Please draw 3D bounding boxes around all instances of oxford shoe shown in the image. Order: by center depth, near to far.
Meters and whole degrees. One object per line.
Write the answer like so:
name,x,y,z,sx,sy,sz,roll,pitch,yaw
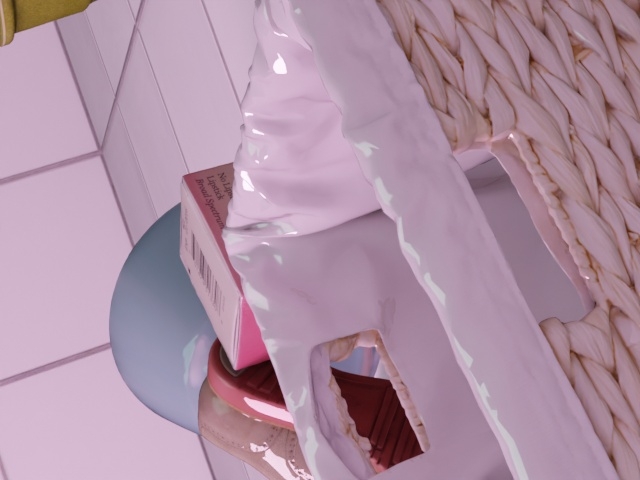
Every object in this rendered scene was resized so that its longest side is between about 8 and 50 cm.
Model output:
oxford shoe,0.043,0.207,1.105,0.348,0.123,0.130,28,128,8

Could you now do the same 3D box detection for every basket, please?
basket,0.127,0.031,0.655,0.331,0.266,0.328,110,138,-66

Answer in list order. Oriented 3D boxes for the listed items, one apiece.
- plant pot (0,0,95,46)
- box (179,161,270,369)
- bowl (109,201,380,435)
plant pot,-0.130,-0.371,0.885,0.366,0.352,0.367,162,90,-73
box,0.000,0.000,1.075,0.127,0.232,0.149,99,148,-51
bowl,-0.057,0.105,1.242,0.163,0.311,0.312,42,147,56
